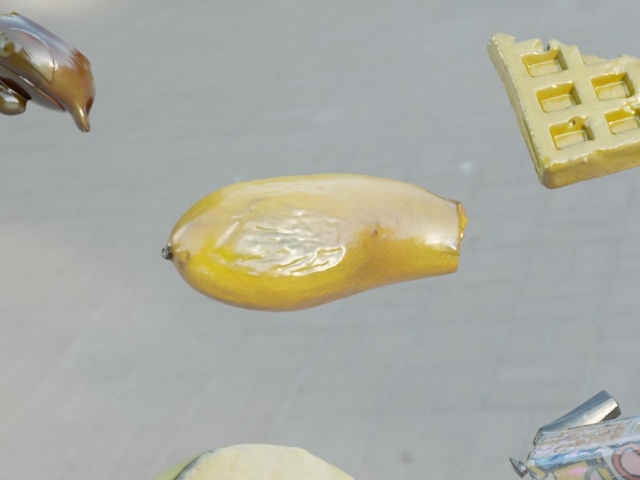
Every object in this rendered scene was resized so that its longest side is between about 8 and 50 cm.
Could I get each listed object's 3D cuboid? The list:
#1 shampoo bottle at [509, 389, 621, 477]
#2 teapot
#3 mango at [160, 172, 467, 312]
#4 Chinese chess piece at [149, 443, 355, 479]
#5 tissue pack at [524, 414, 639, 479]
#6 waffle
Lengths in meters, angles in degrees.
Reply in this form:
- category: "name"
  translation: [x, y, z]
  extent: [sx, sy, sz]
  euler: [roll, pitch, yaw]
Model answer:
- category: "shampoo bottle"
  translation: [0.272, 0.218, 2.044]
  extent: [0.137, 0.048, 0.027]
  euler: [-34, -4, -12]
- category: "teapot"
  translation: [-0.244, -0.136, 1.549]
  extent: [0.129, 0.078, 0.098]
  euler: [33, -7, 2]
- category: "mango"
  translation: [0.000, -0.001, 2.032]
  extent: [0.359, 0.144, 0.187]
  euler: [-6, 22, -28]
- category: "Chinese chess piece"
  translation: [-0.029, 0.246, 1.114]
  extent: [0.097, 0.251, 0.251]
  euler: [-43, 1, 34]
- category: "tissue pack"
  translation: [0.287, 0.228, 1.742]
  extent: [0.155, 0.115, 0.065]
  euler: [-17, 24, 42]
- category: "waffle"
  translation: [0.215, -0.104, 1.168]
  extent: [0.191, 0.032, 0.125]
  euler: [-15, 57, -5]
